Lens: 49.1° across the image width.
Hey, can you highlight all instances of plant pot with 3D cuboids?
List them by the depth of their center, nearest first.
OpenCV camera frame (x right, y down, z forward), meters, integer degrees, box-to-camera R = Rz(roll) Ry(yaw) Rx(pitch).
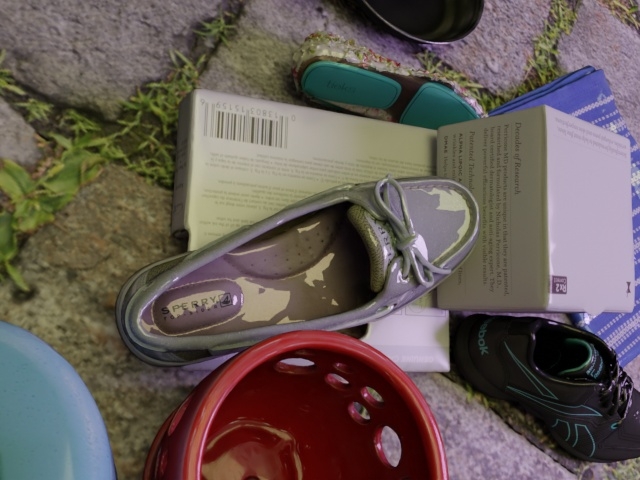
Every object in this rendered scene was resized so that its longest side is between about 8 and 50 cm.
[{"bbox_3d":[-0.030,0.173,0.513,0.191,0.174,0.191,8,69,-23],"label":"plant pot"}]

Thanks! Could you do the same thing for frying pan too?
[{"bbox_3d":[0.136,-0.356,0.854,0.197,0.053,0.326,39,58,-9],"label":"frying pan"}]

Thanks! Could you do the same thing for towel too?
[{"bbox_3d":[0.341,-0.039,0.851,0.243,0.040,0.336,-26,85,-30],"label":"towel"}]

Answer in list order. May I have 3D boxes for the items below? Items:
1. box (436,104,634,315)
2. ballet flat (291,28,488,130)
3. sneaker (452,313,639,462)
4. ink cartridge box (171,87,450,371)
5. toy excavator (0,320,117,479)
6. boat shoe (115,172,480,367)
[{"bbox_3d":[0.213,-0.019,0.687,0.181,0.119,0.182,6,83,-44],"label":"box"},{"bbox_3d":[0.081,-0.162,0.744,0.241,0.091,0.077,20,42,-23],"label":"ballet flat"},{"bbox_3d":[0.262,0.152,0.707,0.267,0.106,0.101,27,61,-17],"label":"sneaker"},{"bbox_3d":[0.000,0.000,0.658,0.275,0.060,0.239,5,84,-25],"label":"ink cartridge box"},{"bbox_3d":[-0.258,0.094,0.415,0.432,0.222,0.445,15,59,-5],"label":"toy excavator"},{"bbox_3d":[0.001,0.020,0.555,0.320,0.103,0.118,-15,89,-20],"label":"boat shoe"}]
